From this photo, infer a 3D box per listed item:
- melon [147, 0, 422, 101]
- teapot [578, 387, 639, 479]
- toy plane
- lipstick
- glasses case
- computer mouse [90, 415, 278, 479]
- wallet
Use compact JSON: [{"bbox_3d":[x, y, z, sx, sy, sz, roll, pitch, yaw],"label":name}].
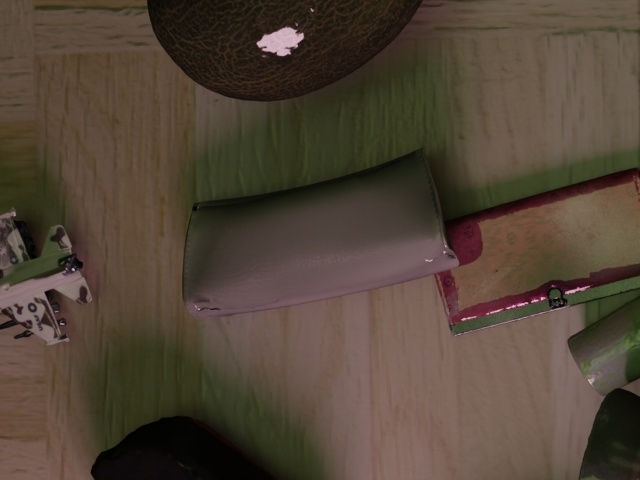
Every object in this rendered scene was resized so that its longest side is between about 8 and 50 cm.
[{"bbox_3d":[-0.024,-0.271,1.783,0.302,0.237,0.237,-32,84,13],"label":"melon"},{"bbox_3d":[0.417,0.280,1.669,0.344,0.253,0.300,8,53,24],"label":"teapot"},{"bbox_3d":[-0.346,0.050,2.003,0.234,0.082,0.160,-17,99,33],"label":"toy plane"},{"bbox_3d":[0.388,0.052,1.759,0.304,0.076,0.076,-32,84,18],"label":"lipstick"},{"bbox_3d":[0.000,-0.002,1.874,0.308,0.083,0.128,-12,77,25],"label":"glasses case"},{"bbox_3d":[-0.101,0.319,1.915,0.323,0.116,0.183,38,106,19],"label":"computer mouse"},{"bbox_3d":[0.228,0.013,1.834,0.232,0.025,0.119,-16,88,18],"label":"wallet"}]
